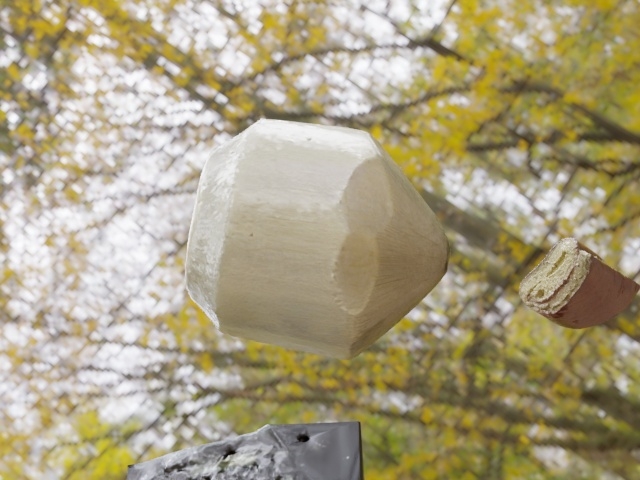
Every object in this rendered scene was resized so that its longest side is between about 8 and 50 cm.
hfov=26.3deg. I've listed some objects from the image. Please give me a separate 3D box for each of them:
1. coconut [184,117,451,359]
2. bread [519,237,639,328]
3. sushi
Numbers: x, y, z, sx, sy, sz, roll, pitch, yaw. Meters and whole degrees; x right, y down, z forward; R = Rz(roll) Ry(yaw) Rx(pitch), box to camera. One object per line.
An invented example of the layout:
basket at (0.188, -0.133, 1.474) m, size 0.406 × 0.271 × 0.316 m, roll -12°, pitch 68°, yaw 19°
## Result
coconut at (0.000, 0.000, 1.400) m, size 0.237 × 0.266 × 0.237 m, roll 13°, pitch -90°, yaw -84°
bread at (0.306, 0.061, 1.641) m, size 0.119 × 0.067 × 0.192 m, roll -32°, pitch -29°, yaw 22°
sushi at (-0.068, 0.309, 1.281) m, size 0.227 × 0.212 × 0.215 m, roll -3°, pitch -44°, yaw 2°
